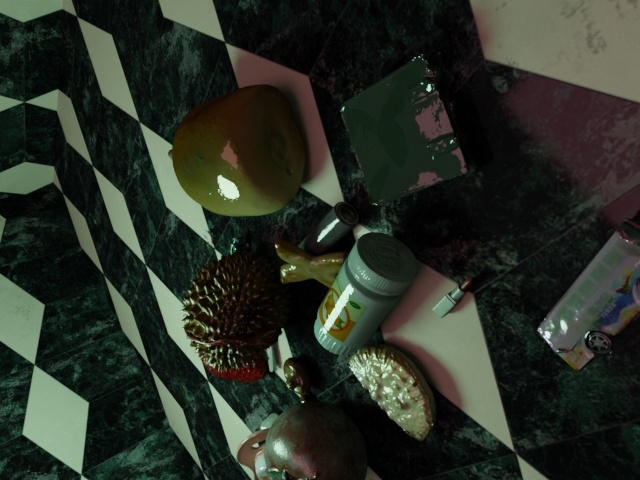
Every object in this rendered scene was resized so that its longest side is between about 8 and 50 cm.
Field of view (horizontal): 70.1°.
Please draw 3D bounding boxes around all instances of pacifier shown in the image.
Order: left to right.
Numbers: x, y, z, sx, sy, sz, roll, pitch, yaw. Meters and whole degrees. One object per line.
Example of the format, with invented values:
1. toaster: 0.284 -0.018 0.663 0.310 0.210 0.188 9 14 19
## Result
1. pacifier: -0.152 0.740 1.592 0.273 0.220 0.332 13 138 45

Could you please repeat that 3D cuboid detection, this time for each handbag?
1. handbag: 0.177 -0.221 0.950 0.260 0.079 0.247 -17 92 49

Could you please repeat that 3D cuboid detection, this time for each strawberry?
1. strawberry: -0.304 0.431 1.691 0.245 0.205 0.205 27 127 12

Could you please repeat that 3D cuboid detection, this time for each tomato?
1. tomato: -0.016 0.639 1.350 0.317 0.283 0.316 24 129 34

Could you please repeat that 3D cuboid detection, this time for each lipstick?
1. lipstick: 0.295 0.120 0.994 0.030 0.030 0.129 50 136 22

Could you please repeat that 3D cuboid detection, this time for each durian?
1. durian: -0.264 0.220 1.439 0.348 0.348 0.384 8 69 46

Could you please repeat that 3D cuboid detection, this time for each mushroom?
1. mushroom: -0.075 0.443 1.492 0.109 0.085 0.126 -153 45 -82

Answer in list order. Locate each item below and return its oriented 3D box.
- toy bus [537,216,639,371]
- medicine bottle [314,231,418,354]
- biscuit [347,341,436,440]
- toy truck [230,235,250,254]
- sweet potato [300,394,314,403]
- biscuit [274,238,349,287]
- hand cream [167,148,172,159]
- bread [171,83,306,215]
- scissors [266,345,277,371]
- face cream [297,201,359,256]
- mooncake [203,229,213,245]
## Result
1. toy bus: 0.476 0.090 0.741 0.112 0.090 0.273 46 134 33
2. medicine bottle: 0.098 0.142 1.122 0.158 0.158 0.318 47 134 24
3. biscuit: 0.186 0.362 1.170 0.281 0.084 0.179 41 132 30
4. toy truck: -0.300 0.052 1.592 0.081 0.067 0.175 40 131 32
5. sweet potato: -0.046 0.541 1.528 0.049 0.049 0.117 -48 63 46
6. biscuit: -0.017 0.072 1.226 0.208 0.047 0.164 11 134 14
7. hand cream: -0.491 -0.295 1.685 0.210 0.043 0.067 27 126 32
8. bread: -0.245 -0.234 1.278 0.376 0.253 0.347 8 114 48
9. scissors: -0.182 0.349 1.609 0.118 0.031 0.241 1 102 47
10. face cream: 0.000 0.000 1.236 0.073 0.073 0.283 58 138 13
11. mooncake: -0.346 -0.069 1.600 0.347 0.057 0.150 -15 81 52
